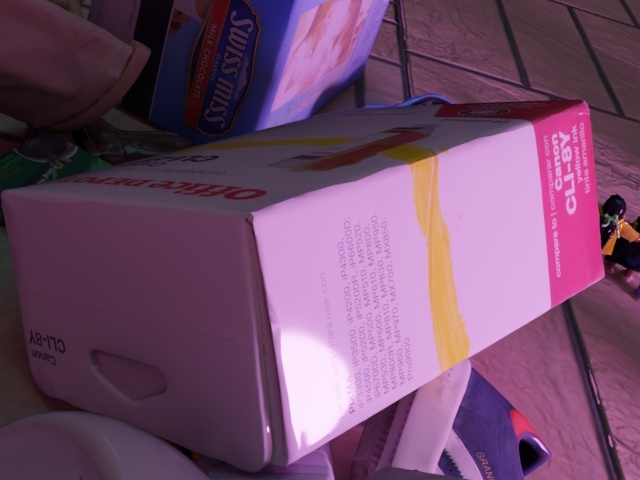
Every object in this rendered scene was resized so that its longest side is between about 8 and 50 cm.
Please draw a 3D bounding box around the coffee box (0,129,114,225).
[{"bbox_3d":[-0.211,-0.029,0.865,0.184,0.040,0.113,29,35,10],"label":"coffee box"}]

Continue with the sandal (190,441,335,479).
[{"bbox_3d":[-0.039,0.166,0.633,0.102,0.076,0.265,-9,7,-3],"label":"sandal"}]

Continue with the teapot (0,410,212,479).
[{"bbox_3d":[-0.113,0.219,0.467,0.187,0.252,0.256,44,43,-38],"label":"teapot"}]

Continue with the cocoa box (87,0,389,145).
[{"bbox_3d":[-0.074,-0.281,1.107,0.228,0.231,0.347,29,36,10],"label":"cocoa box"}]

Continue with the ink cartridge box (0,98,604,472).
[{"bbox_3d":[0.000,0.000,0.734,0.279,0.160,0.384,6,19,43],"label":"ink cartridge box"}]

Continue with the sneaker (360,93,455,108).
[{"bbox_3d":[0.106,-0.131,1.162,0.188,0.067,0.078,-18,72,-45],"label":"sneaker"}]

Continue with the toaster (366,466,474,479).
[{"bbox_3d":[0.089,0.212,0.441,0.168,0.186,0.110,-1,25,41],"label":"toaster"}]

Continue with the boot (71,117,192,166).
[{"bbox_3d":[-0.196,-0.112,0.987,0.114,0.037,0.106,-5,56,-28],"label":"boot"}]

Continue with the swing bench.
[{"bbox_3d":[-0.340,-0.224,0.884,0.253,0.165,0.255,21,27,-52],"label":"swing bench"}]

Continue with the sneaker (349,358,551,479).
[{"bbox_3d":[0.074,0.217,0.620,0.148,0.131,0.350,38,43,-1],"label":"sneaker"}]

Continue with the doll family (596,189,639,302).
[{"bbox_3d":[0.340,0.000,1.054,0.193,0.111,0.076,21,35,-1],"label":"doll family"}]
